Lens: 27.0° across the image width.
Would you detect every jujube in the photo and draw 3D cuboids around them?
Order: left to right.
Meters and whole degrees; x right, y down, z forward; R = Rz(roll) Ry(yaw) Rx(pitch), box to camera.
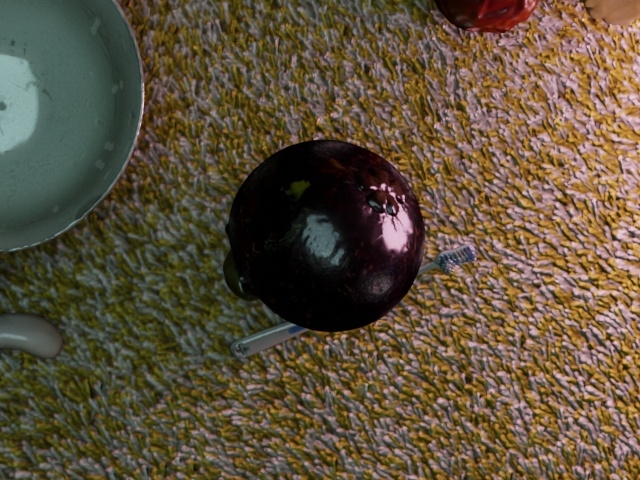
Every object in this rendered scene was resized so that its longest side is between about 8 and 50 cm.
[{"bbox_3d":[0.237,-0.419,1.885,0.174,0.174,0.250,8,92,-1],"label":"jujube"}]

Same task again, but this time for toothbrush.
[{"bbox_3d":[0.047,0.088,1.942,0.386,0.040,0.040,-22,90,2],"label":"toothbrush"}]

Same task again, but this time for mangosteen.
[{"bbox_3d":[0.000,0.000,1.833,0.288,0.288,0.288,0,89,-1],"label":"mangosteen"}]

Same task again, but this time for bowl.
[{"bbox_3d":[-0.450,-0.191,1.846,0.435,0.196,0.434,0,86,-2],"label":"bowl"}]

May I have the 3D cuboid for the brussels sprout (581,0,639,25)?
[{"bbox_3d":[0.443,-0.452,1.837,0.243,0.274,0.316,-2,88,34],"label":"brussels sprout"}]

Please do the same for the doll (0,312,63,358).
[{"bbox_3d":[-0.588,0.093,1.814,0.376,0.187,0.365,-33,119,-26],"label":"doll"}]
